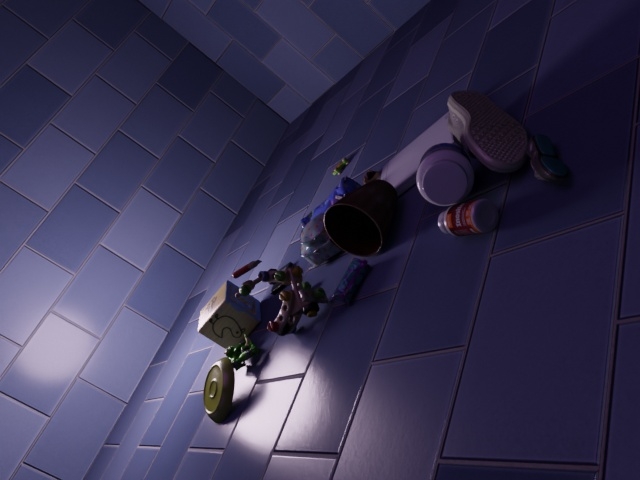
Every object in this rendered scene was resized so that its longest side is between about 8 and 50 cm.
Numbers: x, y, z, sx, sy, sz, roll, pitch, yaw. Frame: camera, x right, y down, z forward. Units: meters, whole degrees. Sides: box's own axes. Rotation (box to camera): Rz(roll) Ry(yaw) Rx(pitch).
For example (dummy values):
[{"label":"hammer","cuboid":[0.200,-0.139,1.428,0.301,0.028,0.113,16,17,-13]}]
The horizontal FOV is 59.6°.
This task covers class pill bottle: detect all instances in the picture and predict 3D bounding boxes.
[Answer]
[{"label":"pill bottle","cuboid":[0.340,-0.178,1.526,0.152,0.152,0.272,-46,3,20]},{"label":"pill bottle","cuboid":[0.375,-0.055,1.436,0.086,0.086,0.152,-60,20,-19]}]

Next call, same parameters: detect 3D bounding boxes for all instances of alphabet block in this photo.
[{"label":"alphabet block","cuboid":[-0.388,0.324,2.394,0.197,0.192,0.193,-50,17,12]}]

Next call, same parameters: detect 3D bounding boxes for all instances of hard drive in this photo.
[{"label":"hard drive","cuboid":[0.348,-0.293,1.975,0.353,0.047,0.233,-38,24,36]},{"label":"hard drive","cuboid":[-0.167,0.164,2.410,0.094,0.022,0.135,-36,25,40]}]

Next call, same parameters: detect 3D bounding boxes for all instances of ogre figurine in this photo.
[{"label":"ogre figurine","cuboid":[-0.302,0.436,2.158,0.118,0.096,0.197,-39,32,-13]}]

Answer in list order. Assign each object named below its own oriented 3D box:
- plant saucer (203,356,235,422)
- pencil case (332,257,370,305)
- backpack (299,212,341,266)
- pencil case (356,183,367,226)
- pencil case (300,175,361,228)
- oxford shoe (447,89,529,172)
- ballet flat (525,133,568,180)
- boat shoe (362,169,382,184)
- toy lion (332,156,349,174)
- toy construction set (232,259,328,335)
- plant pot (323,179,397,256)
[{"label":"plant saucer","cuboid":[-0.386,0.554,2.082,0.241,0.037,0.240,-31,53,50]},{"label":"pencil case","cuboid":[0.099,0.130,1.787,0.151,0.065,0.070,-60,4,-17]},{"label":"backpack","cuboid":[0.000,0.000,2.132,0.188,0.144,0.165,-45,26,31]},{"label":"pencil case","cuboid":[0.152,-0.106,2.047,0.209,0.095,0.098,-64,5,-34]},{"label":"pencil case","cuboid":[0.046,-0.126,2.269,0.306,0.119,0.133,-43,-1,29]},{"label":"oxford shoe","cuboid":[0.468,-0.296,1.601,0.449,0.169,0.130,-100,9,-55]},{"label":"ballet flat","cuboid":[0.537,-0.181,1.335,0.213,0.072,0.068,-79,4,-53]},{"label":"boat shoe","cuboid":[0.205,-0.253,2.217,0.063,0.059,0.170,-56,19,-9]},{"label":"toy lion","cuboid":[0.094,-0.359,2.712,0.100,0.034,0.096,-51,12,6]},{"label":"toy construction set","cuboid":[-0.117,0.159,1.921,0.237,0.309,0.257,-32,36,37]},{"label":"plant pot","cuboid":[0.160,-0.099,1.876,0.215,0.215,0.230,-29,16,50]}]
